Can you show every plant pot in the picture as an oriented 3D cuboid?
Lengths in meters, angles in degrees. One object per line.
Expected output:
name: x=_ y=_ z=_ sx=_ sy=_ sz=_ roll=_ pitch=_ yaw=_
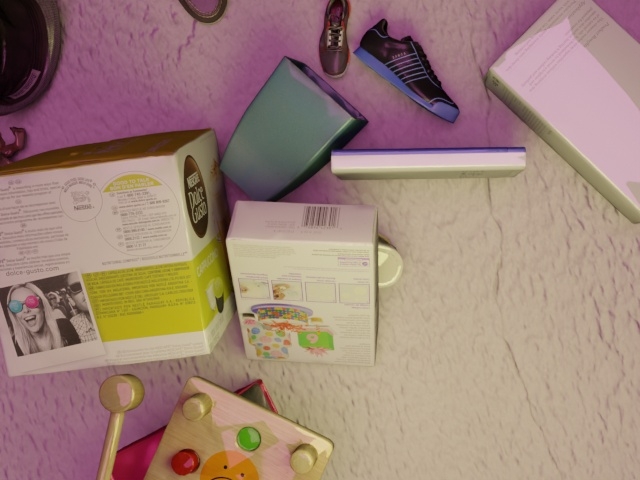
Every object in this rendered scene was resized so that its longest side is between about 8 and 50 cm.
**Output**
plant pot: x=-0.060 y=-0.184 z=1.729 sx=0.165 sy=0.166 sz=0.234 roll=42 pitch=101 yaw=5

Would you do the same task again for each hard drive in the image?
hard drive: x=0.187 y=-0.134 z=1.674 sx=0.319 sy=0.210 sz=0.040 roll=0 pitch=90 yaw=6

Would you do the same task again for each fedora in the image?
fedora: x=-0.611 y=-0.375 z=1.773 sx=0.124 sy=0.244 sz=0.275 roll=21 pitch=122 yaw=34

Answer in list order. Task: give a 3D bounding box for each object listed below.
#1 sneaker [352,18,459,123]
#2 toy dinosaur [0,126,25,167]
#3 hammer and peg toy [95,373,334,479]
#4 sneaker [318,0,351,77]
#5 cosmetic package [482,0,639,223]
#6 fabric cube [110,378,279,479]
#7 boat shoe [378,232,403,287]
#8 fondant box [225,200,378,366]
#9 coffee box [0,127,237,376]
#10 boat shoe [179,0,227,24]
sneaker: x=0.172 y=-0.310 z=1.744 sx=0.232 sy=0.081 sz=0.090 roll=38 pitch=100 yaw=6
toy dinosaur: x=-0.667 y=-0.128 z=1.813 sx=0.296 sy=0.127 sz=0.200 roll=11 pitch=101 yaw=-10
hammer and peg toy: x=-0.191 y=0.357 z=1.494 sx=0.361 sy=0.127 sz=0.266 roll=23 pitch=93 yaw=7
sneaker: x=0.024 y=-0.382 z=1.769 sx=0.061 sy=0.065 sz=0.157 roll=1 pitch=89 yaw=6
cosmetic package: x=0.498 y=-0.233 z=1.675 sx=0.217 sy=0.156 sz=0.385 roll=-44 pitch=86 yaw=4
fabric cube: x=-0.182 y=0.423 z=1.680 sx=0.258 sy=0.254 sz=0.259 roll=-27 pitch=86 yaw=4
boat shoe: x=-0.002 y=0.004 z=1.722 sx=0.305 sy=0.091 sz=0.109 roll=17 pitch=106 yaw=-7
fondant box: x=-0.021 y=0.081 z=1.646 sx=0.238 sy=0.330 sz=0.096 roll=3 pitch=46 yaw=6
coffee box: x=-0.344 y=0.005 z=1.632 sx=0.338 sy=0.337 sz=0.334 roll=-7 pitch=102 yaw=6
boat shoe: x=-0.248 y=-0.571 z=1.768 sx=0.112 sy=0.095 sz=0.335 roll=-12 pitch=95 yaw=1
